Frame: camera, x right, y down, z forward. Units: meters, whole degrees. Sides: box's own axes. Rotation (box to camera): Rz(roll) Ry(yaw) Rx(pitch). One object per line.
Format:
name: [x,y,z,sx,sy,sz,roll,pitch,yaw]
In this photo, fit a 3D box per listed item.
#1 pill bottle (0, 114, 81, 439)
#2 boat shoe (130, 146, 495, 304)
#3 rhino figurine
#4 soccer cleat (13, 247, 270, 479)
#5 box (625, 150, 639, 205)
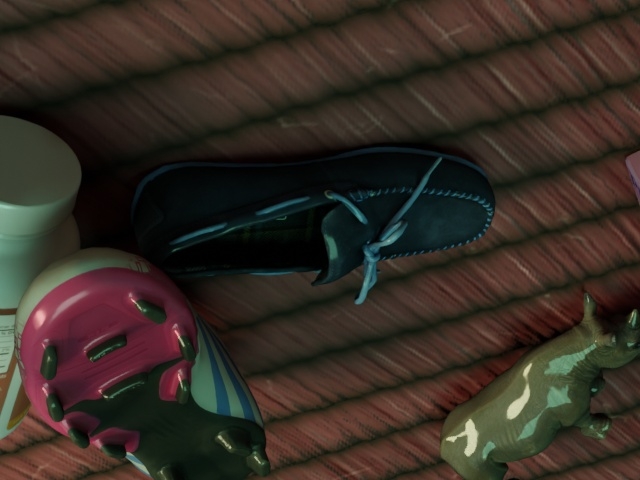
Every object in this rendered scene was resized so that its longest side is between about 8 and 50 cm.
pill bottle: [-0.228,0.028,0.907,0.121,0.121,0.216,9,129,-22]
boat shoe: [0.000,0.000,0.960,0.258,0.089,0.109,-7,133,-7]
rhino figurine: [0.196,0.124,1.139,0.106,0.073,0.243,25,121,-35]
soccer cleat: [-0.132,0.075,0.928,0.116,0.143,0.331,-30,148,-3]
box: [0.342,0.060,1.017,0.117,0.213,0.243,-23,134,7]
